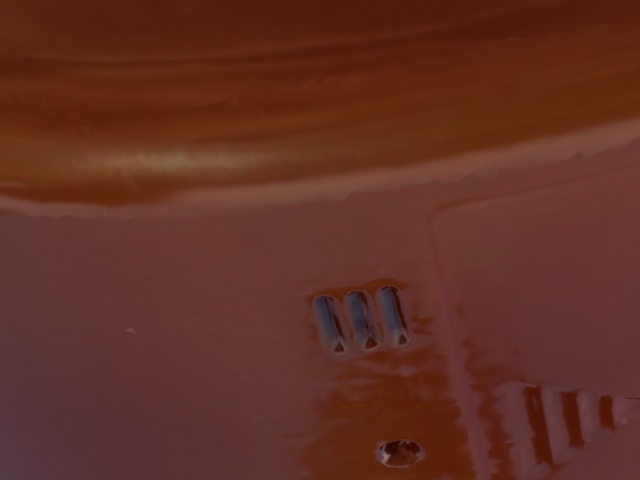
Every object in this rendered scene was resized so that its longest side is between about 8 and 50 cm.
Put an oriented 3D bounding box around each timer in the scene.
[{"bbox_3d":[0.000,0.000,0.512,0.250,0.257,0.161,-15,-132,1],"label":"timer"}]
